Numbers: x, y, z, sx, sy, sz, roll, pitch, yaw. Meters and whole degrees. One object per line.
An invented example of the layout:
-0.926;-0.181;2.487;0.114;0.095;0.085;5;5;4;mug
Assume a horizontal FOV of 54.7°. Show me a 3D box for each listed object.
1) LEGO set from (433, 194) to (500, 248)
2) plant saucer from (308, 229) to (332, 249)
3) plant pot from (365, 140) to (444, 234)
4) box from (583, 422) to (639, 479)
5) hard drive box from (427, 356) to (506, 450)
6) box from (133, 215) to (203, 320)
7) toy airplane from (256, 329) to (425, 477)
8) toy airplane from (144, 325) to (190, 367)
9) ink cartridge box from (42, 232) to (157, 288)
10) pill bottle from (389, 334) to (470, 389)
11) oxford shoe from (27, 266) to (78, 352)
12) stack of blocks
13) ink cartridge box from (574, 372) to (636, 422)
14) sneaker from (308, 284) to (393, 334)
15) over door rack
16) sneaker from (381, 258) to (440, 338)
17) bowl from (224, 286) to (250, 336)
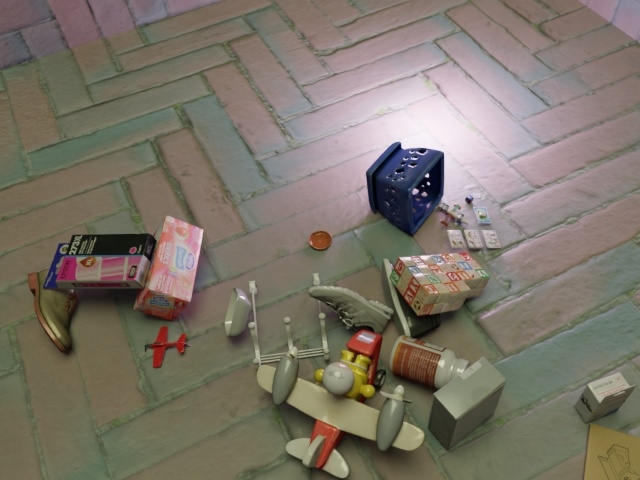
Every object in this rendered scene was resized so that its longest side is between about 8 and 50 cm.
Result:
0.515;-0.059;2.201;0.182;0.060;0.244;0;52;-11;LEGO set
0.000;0.000;2.197;0.083;0.013;0.084;-2;51;3;plant saucer
0.294;-0.201;2.200;0.212;0.236;0.236;26;59;29;plant pot
0.797;0.609;1.660;0.164;0.021;0.201;15;54;15;box
0.393;0.447;1.682;0.181;0.232;0.089;-30;56;-19;hard drive box
-0.498;0.091;2.046;0.142;0.154;0.300;22;47;-24;box
0.043;0.438;1.688;0.386;0.272;0.384;-18;51;-5;toy airplane
-0.487;0.333;1.965;0.151;0.028;0.151;-2;51;3;toy airplane
-0.723;0.066;1.995;0.370;0.069;0.176;-2;58;16;ink cartridge box
0.319;0.362;1.804;0.216;0.121;0.121;15;54;27;pill bottle
-0.859;0.210;2.031;0.130;0.123;0.348;-24;54;-16;oxford shoe
0.386;0.130;1.934;0.297;0.087;0.171;-3;40;-33;stack of blocks
0.780;0.426;1.701;0.104;0.181;0.062;-17;53;-9;ink cartridge box
0.088;0.216;1.912;0.281;0.105;0.115;23;83;-10;sneaker
-0.106;0.238;1.962;0.239;0.108;0.324;-7;52;-2;over door rack
0.292;0.178;1.988;0.146;0.105;0.296;-11;56;-9;sneaker
-0.259;0.226;1.953;0.053;0.142;0.142;11;7;-15;bowl
